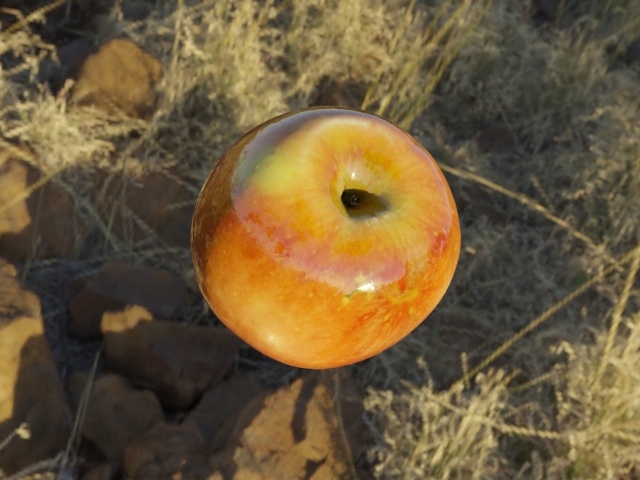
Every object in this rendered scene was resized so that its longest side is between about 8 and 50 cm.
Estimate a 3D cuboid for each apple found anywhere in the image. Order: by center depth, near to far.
[{"bbox_3d":[0.000,0.000,0.641,0.163,0.139,0.163,10,59,-17],"label":"apple"}]
